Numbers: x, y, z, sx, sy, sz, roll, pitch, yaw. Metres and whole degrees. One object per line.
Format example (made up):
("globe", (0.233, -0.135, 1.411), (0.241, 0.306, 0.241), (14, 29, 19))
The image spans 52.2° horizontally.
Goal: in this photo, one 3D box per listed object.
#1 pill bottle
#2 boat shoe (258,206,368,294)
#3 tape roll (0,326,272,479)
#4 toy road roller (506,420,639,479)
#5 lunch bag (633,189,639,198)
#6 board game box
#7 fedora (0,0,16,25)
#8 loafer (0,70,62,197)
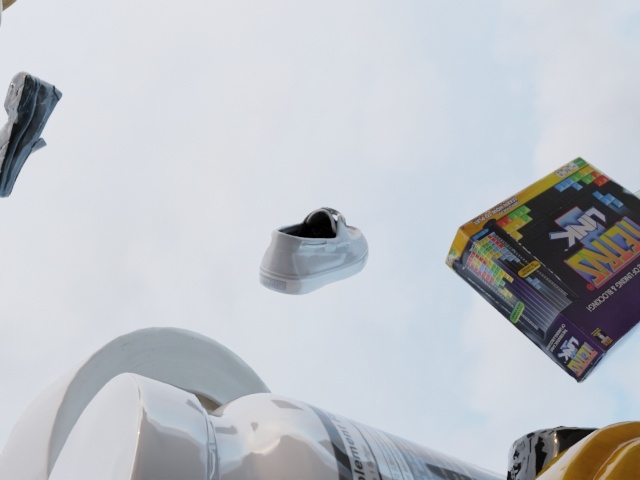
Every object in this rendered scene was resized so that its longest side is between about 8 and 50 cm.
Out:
("pill bottle", (-0.001, 0.231, 0.458), (0.362, 0.210, 0.210), (27, -109, -27))
("boat shoe", (0.000, 0.000, 0.637), (0.066, 0.184, 0.063), (21, -71, 28))
("tape roll", (-0.145, 0.230, 0.616), (0.286, 0.100, 0.286), (35, -144, -31))
("toy road roller", (0.234, 0.194, 0.266), (0.329, 0.241, 0.203), (22, -129, -1))
("lunch bag", (0.558, -0.006, 1.002), (0.176, 0.219, 0.090), (-29, -57, -5))
("board game box", (0.211, 0.014, 0.532), (0.170, 0.048, 0.141), (-28, -123, -31))
("fedora", (-0.392, -0.248, 0.677), (0.194, 0.194, 0.079), (-14, -100, -15))
("loafer", (-0.390, -0.133, 0.863), (0.061, 0.062, 0.170), (14, -78, -49))
